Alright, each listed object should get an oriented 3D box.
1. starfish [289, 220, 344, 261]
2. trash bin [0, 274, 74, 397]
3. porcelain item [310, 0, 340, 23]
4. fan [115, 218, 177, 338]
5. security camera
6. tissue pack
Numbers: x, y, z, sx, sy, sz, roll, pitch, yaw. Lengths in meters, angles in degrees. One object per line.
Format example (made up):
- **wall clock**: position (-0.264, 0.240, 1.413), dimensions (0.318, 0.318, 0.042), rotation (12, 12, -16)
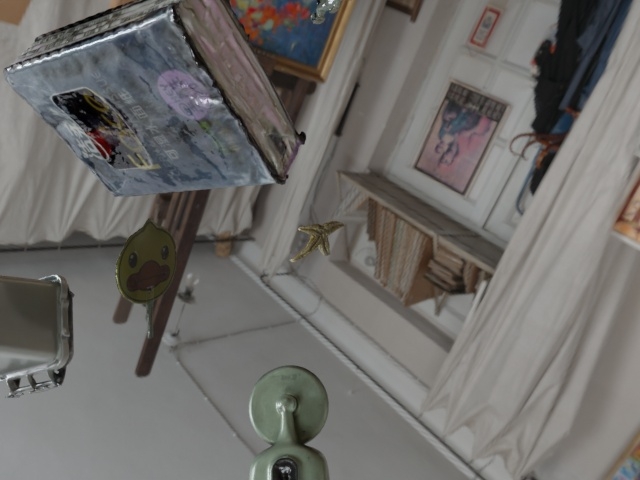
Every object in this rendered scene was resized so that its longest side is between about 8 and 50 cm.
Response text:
- **starfish**: position (0.001, 0.002, 2.017), dimensions (0.050, 0.138, 0.247), rotation (28, -158, 37)
- **trash bin**: position (-0.804, 0.219, 1.400), dimensions (0.256, 0.296, 0.368), rotation (-14, 162, 17)
- **porcelain item**: position (0.019, -0.468, 1.092), dimensions (0.021, 0.075, 0.136), rotation (-9, -179, -31)
- **fan**: position (-0.463, 0.106, 1.563), dimensions (0.011, 0.335, 0.229), rotation (7, -169, 26)
- **security camera**: position (-0.060, 0.378, 1.076), dimensions (0.157, 0.080, 0.301), rotation (-7, -115, 6)
- **tissue pack**: position (-0.227, -0.185, 0.795), dimensions (0.361, 0.259, 0.122), rotation (-1, -133, 33)
